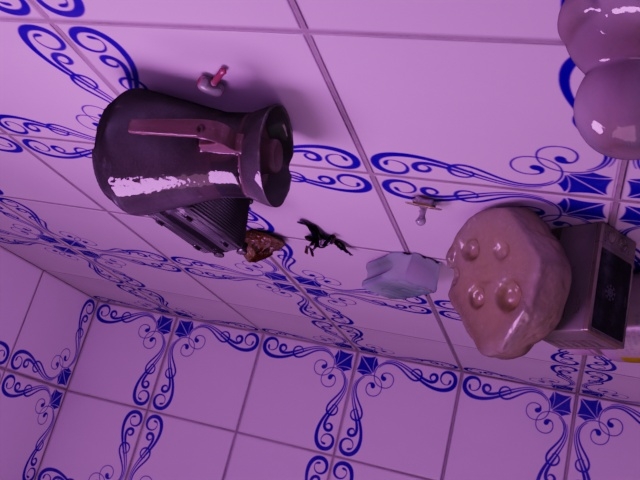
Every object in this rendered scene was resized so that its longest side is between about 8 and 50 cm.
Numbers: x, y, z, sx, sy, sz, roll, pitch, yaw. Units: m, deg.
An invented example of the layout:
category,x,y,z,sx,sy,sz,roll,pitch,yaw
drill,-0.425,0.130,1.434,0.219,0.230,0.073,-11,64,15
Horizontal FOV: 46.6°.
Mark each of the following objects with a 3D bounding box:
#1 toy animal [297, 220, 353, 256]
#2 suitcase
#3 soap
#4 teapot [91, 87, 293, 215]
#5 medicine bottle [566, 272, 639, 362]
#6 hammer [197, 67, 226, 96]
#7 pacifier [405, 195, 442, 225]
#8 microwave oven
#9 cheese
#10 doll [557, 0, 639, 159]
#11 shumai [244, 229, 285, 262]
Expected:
category,x,y,z,sx,sy,sz,roll,pitch,yaw
toy animal,0.000,0.000,2.065,0.220,0.062,0.108,30,139,-35
suitcase,-0.276,-0.098,1.747,0.128,0.202,0.312,-7,153,27
soap,0.231,0.103,2.116,0.145,0.091,0.230,20,162,-16
teapot,-0.248,-0.175,1.430,0.344,0.253,0.300,2,173,15
medicine bottle,0.761,0.179,1.728,0.213,0.213,0.379,28,158,-35
hammer,-0.193,-0.295,1.367,0.052,0.031,0.083,19,156,-23
pacifier,0.228,-0.064,1.664,0.083,0.064,0.068,13,179,8
microwave oven,0.561,0.104,1.613,0.145,0.240,0.194,24,160,-28
cheese,0.390,0.090,1.593,0.115,0.326,0.318,8,177,-27
doll,0.381,-0.209,0.880,0.221,0.221,0.251,13,162,6
shumai,-0.178,0.021,2.210,0.123,0.105,0.139,23,-174,-34
